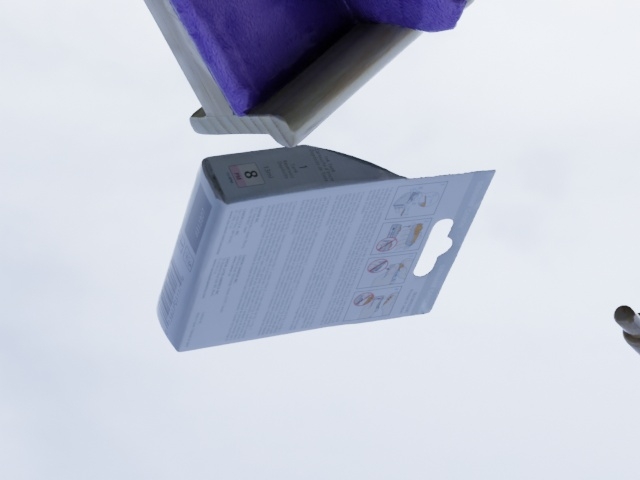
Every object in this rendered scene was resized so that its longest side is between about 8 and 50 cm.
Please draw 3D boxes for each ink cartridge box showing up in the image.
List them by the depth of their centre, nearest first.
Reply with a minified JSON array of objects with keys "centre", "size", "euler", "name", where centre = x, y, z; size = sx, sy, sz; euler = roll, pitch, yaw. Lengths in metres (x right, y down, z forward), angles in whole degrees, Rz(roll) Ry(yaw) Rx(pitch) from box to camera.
[{"centre":[0.000,0.000,1.483],"size":[0.232,0.189,0.066],"euler":[-12,-125,-27],"name":"ink cartridge box"}]

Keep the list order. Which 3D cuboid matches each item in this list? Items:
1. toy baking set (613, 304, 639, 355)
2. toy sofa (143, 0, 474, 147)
[{"centre":[0.326,0.094,1.463],"size":[0.196,0.030,0.256],"euler":[13,165,38],"name":"toy baking set"},{"centre":[-0.065,-0.248,1.212],"size":[0.150,0.363,0.177],"euler":[-42,-153,-29],"name":"toy sofa"}]
